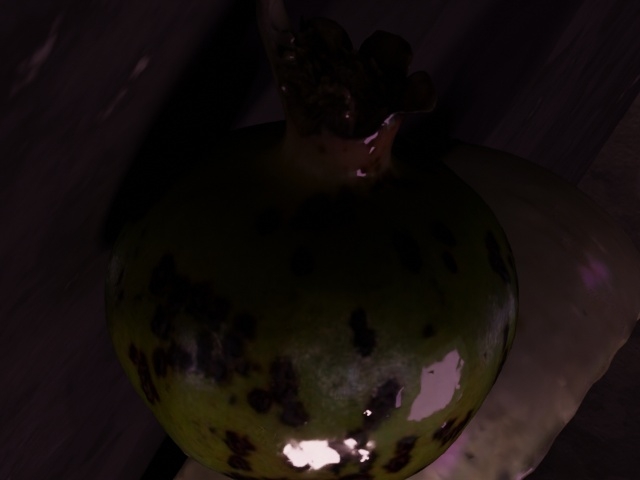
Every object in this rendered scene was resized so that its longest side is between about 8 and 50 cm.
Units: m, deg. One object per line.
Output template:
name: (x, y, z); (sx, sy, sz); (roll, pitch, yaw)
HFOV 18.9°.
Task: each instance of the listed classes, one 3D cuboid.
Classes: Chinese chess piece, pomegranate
Chinese chess piece: (0.029, 0.109, 1.028); (0.349, 0.146, 0.349); (-52, 172, -10)
pomegranate: (0.000, 0.000, 0.556); (0.122, 0.122, 0.161); (-42, 143, -54)
